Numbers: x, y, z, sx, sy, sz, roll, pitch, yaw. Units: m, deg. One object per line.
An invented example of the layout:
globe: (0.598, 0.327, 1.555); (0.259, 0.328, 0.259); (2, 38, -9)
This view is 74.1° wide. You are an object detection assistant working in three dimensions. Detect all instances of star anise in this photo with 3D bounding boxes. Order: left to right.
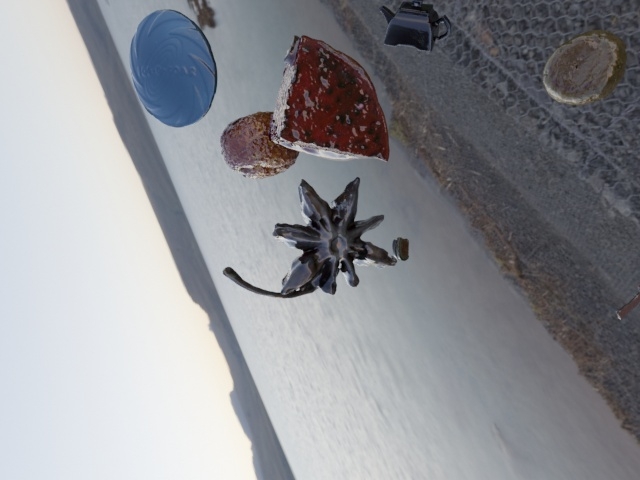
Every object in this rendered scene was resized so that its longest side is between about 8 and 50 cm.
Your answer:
star anise: (0.000, 0.000, 0.950); (0.316, 0.359, 0.139); (-71, 15, -10)

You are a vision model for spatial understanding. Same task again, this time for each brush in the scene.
brush: (0.807, 0.075, 1.005); (0.084, 0.301, 0.071); (48, 174, -23)

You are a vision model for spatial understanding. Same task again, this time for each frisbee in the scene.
frisbee: (-0.397, -0.438, 1.100); (0.289, 0.049, 0.289); (9, 114, 22)

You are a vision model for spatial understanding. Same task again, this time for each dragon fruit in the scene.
dragon fruit: (-0.045, -0.280, 0.958); (0.330, 0.240, 0.302); (0, 113, 56)

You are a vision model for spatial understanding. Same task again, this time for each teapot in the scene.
teapot: (0.223, -0.523, 1.008); (0.177, 0.087, 0.096); (17, 145, 14)

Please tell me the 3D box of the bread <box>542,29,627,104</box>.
bread: (0.831, -0.532, 1.331); (0.230, 0.123, 0.230); (-4, 84, 43)

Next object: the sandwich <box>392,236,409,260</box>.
sandwich: (0.266, 0.027, 1.387); (0.026, 0.069, 0.101); (27, 139, 45)

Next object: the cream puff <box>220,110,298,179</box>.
cream puff: (-0.175, -0.267, 1.240); (0.240, 0.240, 0.164); (161, 102, -74)
